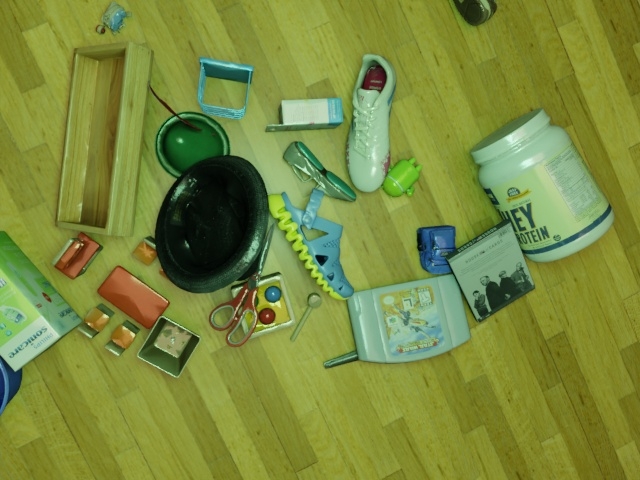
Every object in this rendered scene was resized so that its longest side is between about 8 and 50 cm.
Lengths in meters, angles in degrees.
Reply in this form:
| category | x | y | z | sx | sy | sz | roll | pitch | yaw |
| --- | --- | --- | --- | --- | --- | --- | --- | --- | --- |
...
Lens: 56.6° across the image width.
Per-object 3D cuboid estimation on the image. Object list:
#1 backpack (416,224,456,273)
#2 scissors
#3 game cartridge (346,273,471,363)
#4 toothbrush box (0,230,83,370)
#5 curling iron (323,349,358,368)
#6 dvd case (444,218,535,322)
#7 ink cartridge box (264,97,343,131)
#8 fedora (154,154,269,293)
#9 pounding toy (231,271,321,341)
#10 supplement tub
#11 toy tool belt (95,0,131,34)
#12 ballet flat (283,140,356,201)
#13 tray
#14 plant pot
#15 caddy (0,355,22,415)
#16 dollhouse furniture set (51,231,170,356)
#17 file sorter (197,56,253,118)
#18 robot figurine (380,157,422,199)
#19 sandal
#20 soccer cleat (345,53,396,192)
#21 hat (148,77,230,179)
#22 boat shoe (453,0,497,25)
| category | x | y | z | sx | sy | sz | roll | pitch | yaw |
| --- | --- | --- | --- | --- | --- | --- | --- | --- | --- |
| backpack | 0.297 | 0.026 | 1.505 | 0.097 | 0.101 | 0.120 | -4 | 96 | -2 |
| scissors | -0.150 | 0.106 | 1.390 | 0.109 | 0.021 | 0.297 | 32 | 81 | 9 |
| game cartridge | 0.226 | 0.204 | 1.502 | 0.297 | 0.062 | 0.198 | -10 | 75 | -9 |
| toothbrush box | -0.682 | 0.123 | 1.303 | 0.122 | 0.206 | 0.283 | -38 | 96 | -6 |
| curling iron | 0.142 | 0.292 | 1.521 | 0.274 | 0.035 | 0.068 | -10 | 93 | -9 |
| dvd case | 0.433 | 0.081 | 1.501 | 0.179 | 0.029 | 0.239 | -31 | 122 | 1 |
| ink cartridge box | -0.044 | -0.303 | 1.437 | 0.181 | 0.104 | 0.062 | -5 | 92 | -9 |
| fedora | -0.219 | -0.025 | 1.359 | 0.334 | 0.152 | 0.334 | -10 | 66 | 24 |
| pounding toy | -0.093 | 0.171 | 1.451 | 0.206 | 0.094 | 0.181 | -17 | 94 | -7 |
| supplement tub | 0.540 | -0.135 | 1.467 | 0.235 | 0.235 | 0.325 | -34 | 96 | -6 |
| toy tool belt | -0.483 | -0.511 | 1.391 | 0.051 | 0.052 | 0.083 | 32 | 88 | 0 |
| ballet flat | -0.005 | -0.157 | 1.477 | 0.213 | 0.072 | 0.068 | 43 | 113 | -7 |
| tray | -0.486 | -0.223 | 1.333 | 0.202 | 0.076 | 0.411 | 8 | 92 | 34 |
| plant pot | -0.354 | 0.243 | 1.412 | 0.109 | 0.096 | 0.109 | 31 | 88 | -9 |
| caddy | -0.818 | 0.269 | 1.301 | 0.241 | 0.179 | 0.341 | -22 | 95 | -8 |
| dollhouse furniture set | -0.474 | 0.099 | 1.369 | 0.259 | 0.135 | 0.262 | 37 | 86 | -8 |
| file sorter | -0.223 | -0.347 | 1.378 | 0.118 | 0.170 | 0.105 | 8 | 94 | -9 |
| robot figurine | 0.203 | -0.158 | 1.499 | 0.115 | 0.067 | 0.101 | -45 | 96 | -5 |
| sandal | 0.000 | 0.000 | 1.442 | 0.138 | 0.126 | 0.317 | -32 | 98 | -2 |
| soccer cleat | 0.111 | -0.286 | 1.433 | 0.116 | 0.143 | 0.331 | 5 | 87 | 19 |
| hat | -0.309 | -0.229 | 1.359 | 0.208 | 0.183 | 0.173 | 20 | 88 | -9 |
| boat shoe | 0.358 | -0.668 | 1.507 | 0.095 | 0.095 | 0.257 | -34 | 96 | -30 |
